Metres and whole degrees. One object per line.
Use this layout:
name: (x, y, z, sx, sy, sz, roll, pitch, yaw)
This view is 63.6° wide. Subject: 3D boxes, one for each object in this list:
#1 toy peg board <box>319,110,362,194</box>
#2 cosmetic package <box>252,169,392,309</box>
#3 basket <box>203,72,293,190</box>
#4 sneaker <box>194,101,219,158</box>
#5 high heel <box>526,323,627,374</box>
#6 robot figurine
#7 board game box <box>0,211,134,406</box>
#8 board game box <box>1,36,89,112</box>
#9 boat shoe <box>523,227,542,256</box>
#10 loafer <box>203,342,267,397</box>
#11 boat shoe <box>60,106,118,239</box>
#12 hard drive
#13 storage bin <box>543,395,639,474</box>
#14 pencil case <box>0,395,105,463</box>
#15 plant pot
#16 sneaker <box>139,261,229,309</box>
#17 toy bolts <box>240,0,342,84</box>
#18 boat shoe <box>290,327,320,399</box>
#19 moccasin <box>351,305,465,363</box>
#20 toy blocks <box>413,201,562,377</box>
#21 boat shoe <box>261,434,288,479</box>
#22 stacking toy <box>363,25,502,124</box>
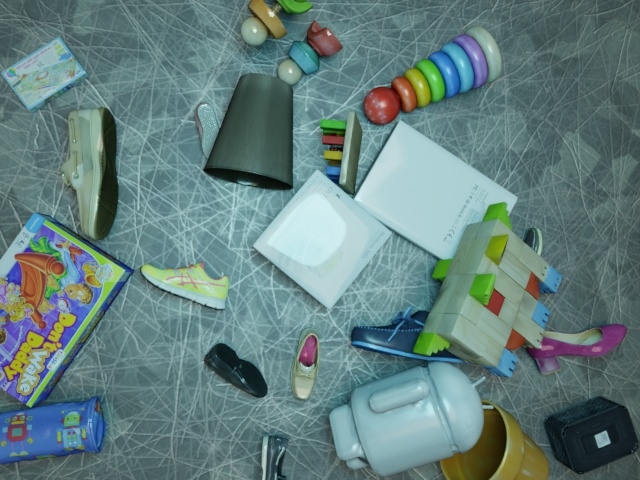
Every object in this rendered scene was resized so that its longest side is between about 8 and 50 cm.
toy peg board: (0.041, -0.199, 1.193, 0.079, 0.161, 0.160, 7, 88, 12)
cosmetic package: (0.000, 0.000, 1.184, 0.225, 0.138, 0.224, 40, 85, -5)
basket: (-0.141, -0.246, 1.173, 0.205, 0.154, 0.226, 11, 83, -7)
sneaker: (-0.263, -0.260, 1.212, 0.051, 0.070, 0.134, -14, 119, -15)
high heel: (0.629, 0.232, 1.275, 0.244, 0.082, 0.117, -24, 101, 6)
robot figurine: (0.202, 0.390, 1.140, 0.354, 0.300, 0.199, -20, 51, 7)
board game box: (-0.615, 0.147, 1.134, 0.233, 0.078, 0.347, 33, 84, -2)
board game box: (-0.628, -0.379, 1.181, 0.154, 0.026, 0.103, -36, 92, -6)
boat shoe: (0.509, 0.040, 1.279, 0.049, 0.056, 0.152, 11, 87, -11)
loafer: (-0.195, 0.308, 1.199, 0.170, 0.062, 0.061, 46, 123, -10)
boat shoe: (-0.518, -0.148, 1.150, 0.098, 0.109, 0.302, -3, 83, -1)
hard drive: (0.276, -0.097, 1.252, 0.353, 0.047, 0.233, 31, 85, -9)
storage bin: (0.663, 0.475, 1.268, 0.180, 0.084, 0.122, -18, 90, -6)
pencil case: (-0.622, 0.417, 1.109, 0.306, 0.133, 0.119, -6, 60, -8)
plant pot: (0.414, 0.500, 1.195, 0.188, 0.205, 0.205, 31, 85, -21)
sneaker: (-0.305, 0.087, 1.182, 0.209, 0.081, 0.094, 22, 79, -12)
toy bolts: (-0.088, -0.481, 1.197, 0.158, 0.218, 0.228, -43, 126, 7)
boat shoe: (-0.035, 0.291, 1.208, 0.063, 0.059, 0.170, 6, 87, -6)
moccasin: (0.232, 0.220, 1.220, 0.342, 0.138, 0.116, 10, 80, -21)
toy blocks: (0.401, 0.146, 1.165, 0.261, 0.191, 0.381, 37, 68, -20)
boat shoe: (-0.103, 0.555, 1.185, 0.065, 0.075, 0.206, 0, 83, -3)
stacking toy: (0.257, -0.374, 1.237, 0.330, 0.141, 0.141, -29, 91, 0)
